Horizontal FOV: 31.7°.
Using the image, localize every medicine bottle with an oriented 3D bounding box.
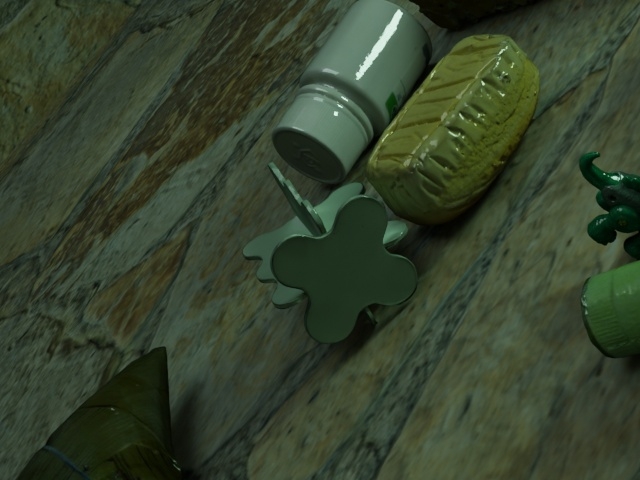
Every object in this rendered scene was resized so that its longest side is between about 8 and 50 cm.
[{"bbox_3d":[0.042,-0.200,1.525,0.139,0.139,0.237,-3,50,55],"label":"medicine bottle"}]

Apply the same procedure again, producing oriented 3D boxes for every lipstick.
[{"bbox_3d":[0.337,0.020,0.835,0.304,0.076,0.076,-22,35,38],"label":"lipstick"}]

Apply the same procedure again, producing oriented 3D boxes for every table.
[{"bbox_3d":[0.000,0.000,1.263,0.166,0.166,0.198,-45,26,2],"label":"table"}]

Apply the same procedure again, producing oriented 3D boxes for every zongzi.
[{"bbox_3d":[-0.183,0.242,1.215,0.323,0.160,0.360,-8,38,44],"label":"zongzi"}]

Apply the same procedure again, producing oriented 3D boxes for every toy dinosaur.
[{"bbox_3d":[0.277,-0.037,0.967,0.096,0.132,0.059,-50,13,54],"label":"toy dinosaur"}]

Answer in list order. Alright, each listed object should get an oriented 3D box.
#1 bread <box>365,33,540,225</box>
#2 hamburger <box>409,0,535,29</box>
[{"bbox_3d":[0.157,-0.122,1.270,0.236,0.106,0.140,-53,25,-16],"label":"bread"},{"bbox_3d":[0.222,-0.407,1.513,0.288,0.192,0.168,-10,53,51],"label":"hamburger"}]
